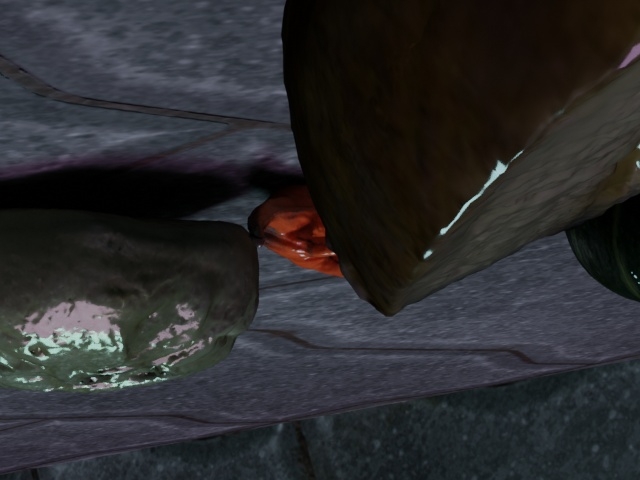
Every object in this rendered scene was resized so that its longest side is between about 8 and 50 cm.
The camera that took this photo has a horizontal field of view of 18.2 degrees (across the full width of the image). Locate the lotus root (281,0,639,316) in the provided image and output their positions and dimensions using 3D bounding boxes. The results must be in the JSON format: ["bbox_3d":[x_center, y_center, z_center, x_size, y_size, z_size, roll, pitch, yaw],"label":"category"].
[{"bbox_3d":[0.106,-0.106,0.432,0.267,0.149,0.260,-27,173,-4],"label":"lotus root"}]

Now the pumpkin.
[{"bbox_3d":[0.228,-0.018,1.163,0.167,0.125,0.167,14,-178,-1],"label":"pumpkin"}]

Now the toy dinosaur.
[{"bbox_3d":[0.001,-0.006,1.284,0.101,0.055,0.279,9,175,18],"label":"toy dinosaur"}]

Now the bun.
[{"bbox_3d":[-0.148,0.039,1.226,0.221,0.108,0.221,1,174,0],"label":"bun"}]
